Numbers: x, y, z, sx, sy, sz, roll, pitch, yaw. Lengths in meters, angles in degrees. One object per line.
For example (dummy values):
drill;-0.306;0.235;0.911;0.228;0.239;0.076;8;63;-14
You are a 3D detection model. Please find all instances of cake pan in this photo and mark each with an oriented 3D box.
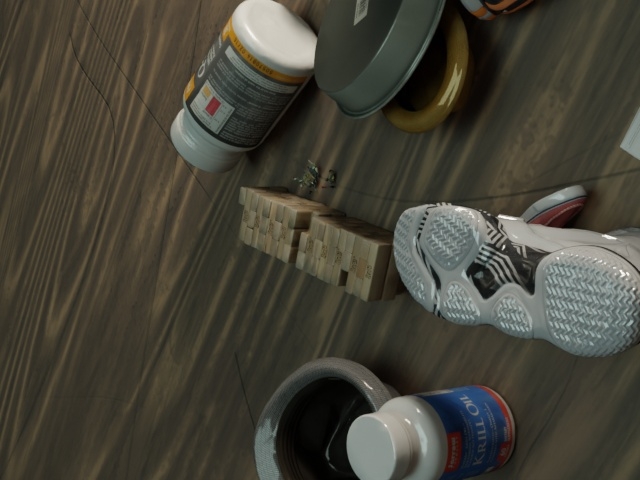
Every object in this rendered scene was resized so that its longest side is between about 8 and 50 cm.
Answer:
cake pan;0.078;-0.318;1.492;0.293;0.054;0.293;-44;35;43

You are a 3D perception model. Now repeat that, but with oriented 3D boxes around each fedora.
fedora;0.160;-0.238;1.467;0.194;0.079;0.194;-16;70;50
fedora;0.037;0.303;1.593;0.275;0.124;0.244;-51;57;27

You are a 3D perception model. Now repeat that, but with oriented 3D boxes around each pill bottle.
pill bottle;0.145;0.264;1.396;0.124;0.221;0.124;3;94;48
pill bottle;-0.130;-0.248;1.736;0.278;0.162;0.162;-48;57;37

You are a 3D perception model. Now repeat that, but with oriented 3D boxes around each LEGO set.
LEGO set;-0.007;-0.101;1.711;0.083;0.023;0.054;25;112;31

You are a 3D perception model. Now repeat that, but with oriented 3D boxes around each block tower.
block tower;0.000;0.000;1.650;0.335;0.091;0.097;26;110;46

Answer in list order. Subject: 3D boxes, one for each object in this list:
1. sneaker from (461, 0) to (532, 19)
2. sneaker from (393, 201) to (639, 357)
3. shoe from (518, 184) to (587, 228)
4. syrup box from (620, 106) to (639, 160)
sneaker;0.240;-0.462;1.356;0.180;0.124;0.321;-19;88;43
sneaker;0.268;0.040;1.255;0.366;0.210;0.137;19;106;46
shoe;0.287;0.002;1.350;0.178;0.063;0.081;-41;63;47
syrup box;0.453;-0.080;1.131;0.237;0.093;0.096;44;122;39
